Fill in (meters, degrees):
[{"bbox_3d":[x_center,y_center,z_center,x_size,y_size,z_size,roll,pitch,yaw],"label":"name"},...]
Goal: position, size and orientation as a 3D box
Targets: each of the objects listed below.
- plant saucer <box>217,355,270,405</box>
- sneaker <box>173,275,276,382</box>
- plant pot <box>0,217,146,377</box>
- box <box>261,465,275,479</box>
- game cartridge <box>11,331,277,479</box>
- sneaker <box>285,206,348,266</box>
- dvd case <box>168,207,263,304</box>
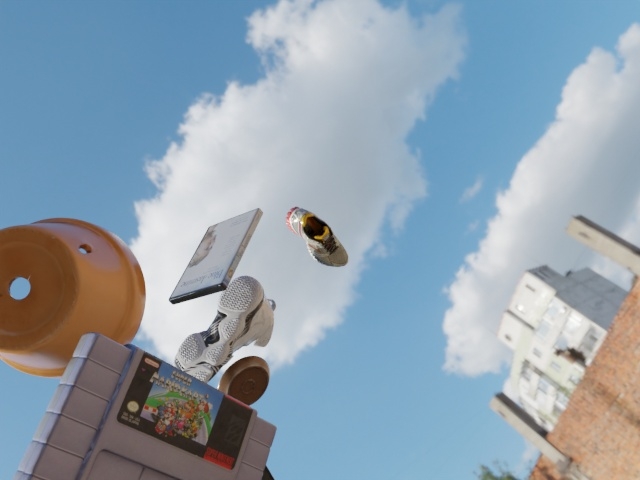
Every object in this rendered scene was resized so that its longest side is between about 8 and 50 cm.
[{"bbox_3d":[-0.209,0.405,1.823,0.168,0.029,0.168,-16,-61,-30],"label":"plant saucer"},{"bbox_3d":[-0.253,0.285,1.815,0.366,0.137,0.210,-56,-29,-9],"label":"sneaker"},{"bbox_3d":[-0.464,0.091,1.095,0.291,0.291,0.203,-45,-6,-7],"label":"plant pot"},{"bbox_3d":[-0.188,0.559,1.411,0.180,0.077,0.147,-31,-77,-21],"label":"box"},{"bbox_3d":[-0.218,0.299,0.900,0.355,0.068,0.230,39,-120,-36],"label":"game cartridge"},{"bbox_3d":[0.000,0.000,1.784,0.225,0.092,0.088,43,-104,-28],"label":"sneaker"},{"bbox_3d":[-0.245,0.036,1.526,0.022,0.180,0.253,50,-139,-29],"label":"dvd case"}]
